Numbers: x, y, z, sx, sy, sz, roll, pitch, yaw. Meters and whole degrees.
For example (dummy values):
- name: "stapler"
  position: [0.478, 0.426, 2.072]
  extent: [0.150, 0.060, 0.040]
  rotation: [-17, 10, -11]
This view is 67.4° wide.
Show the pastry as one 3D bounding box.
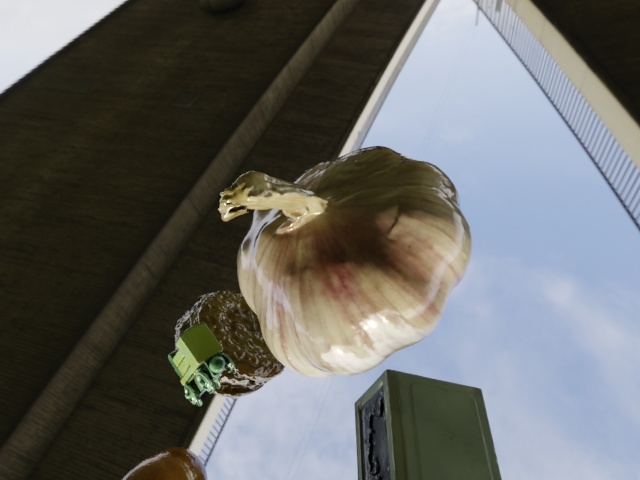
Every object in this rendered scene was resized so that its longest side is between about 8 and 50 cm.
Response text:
- name: "pastry"
  position: [-0.186, 0.214, 1.028]
  extent: [0.240, 0.132, 0.235]
  rotation: [45, -156, 5]

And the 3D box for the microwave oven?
- name: "microwave oven"
  position: [0.226, 0.509, 1.054]
  extent: [0.286, 0.218, 0.355]
  rotation: [15, -136, -15]

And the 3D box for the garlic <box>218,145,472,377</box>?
- name: "garlic"
  position: [0.000, 0.000, 0.444]
  extent: [0.245, 0.253, 0.245]
  rotation: [-18, -122, 31]

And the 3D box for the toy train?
- name: "toy train"
  position: [-0.154, 0.158, 0.607]
  extent: [0.050, 0.122, 0.081]
  rotation: [-32, -100, -39]

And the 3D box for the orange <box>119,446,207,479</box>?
- name: "orange"
  position: [-0.256, 0.413, 0.771]
  extent: [0.156, 0.156, 0.124]
  rotation: [-34, -114, -19]
